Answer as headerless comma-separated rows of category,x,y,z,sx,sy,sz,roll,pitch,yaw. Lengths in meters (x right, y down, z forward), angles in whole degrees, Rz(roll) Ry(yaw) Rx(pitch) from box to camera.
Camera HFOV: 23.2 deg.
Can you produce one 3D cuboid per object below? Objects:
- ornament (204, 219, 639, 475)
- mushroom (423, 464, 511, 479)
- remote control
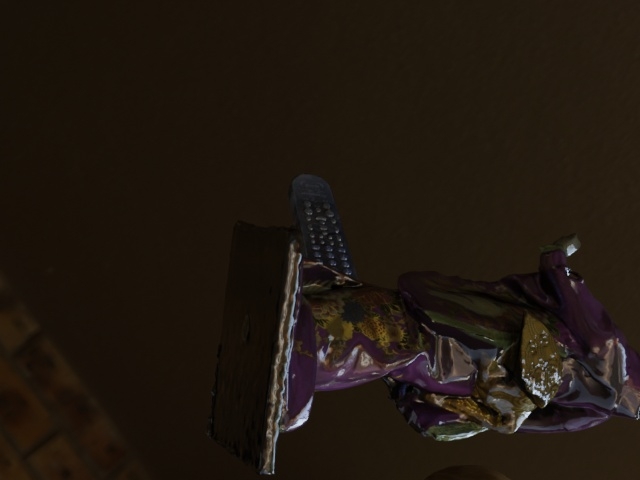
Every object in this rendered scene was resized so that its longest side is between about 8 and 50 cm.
ornament,0.064,0.033,0.564,0.088,0.203,0.081,-167,-103,-75
mushroom,-0.036,0.226,0.812,0.350,0.128,0.128,-33,-85,17
remote control,0.001,-0.001,1.305,0.043,0.152,0.027,12,-54,-21
